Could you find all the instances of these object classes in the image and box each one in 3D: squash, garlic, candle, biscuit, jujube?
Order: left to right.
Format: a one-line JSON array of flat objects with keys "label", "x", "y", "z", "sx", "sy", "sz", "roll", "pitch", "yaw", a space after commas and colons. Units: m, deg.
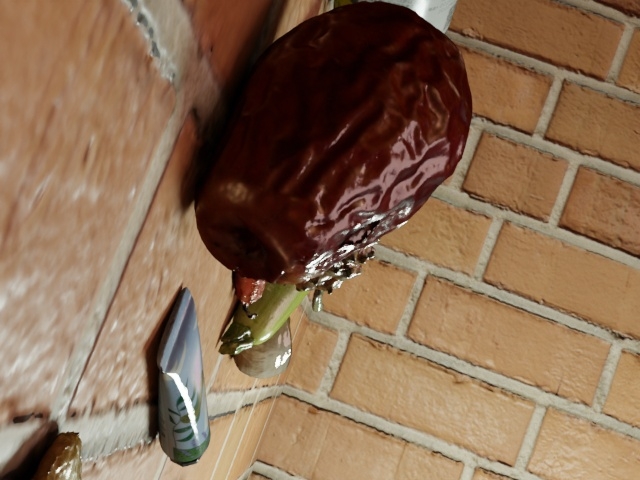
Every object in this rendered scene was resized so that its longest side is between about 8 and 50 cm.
[{"label": "biscuit", "x": -0.199, "y": 0.233, "z": 0.650, "sx": 0.118, "sy": 0.029, "sz": 0.247, "roll": -76, "pitch": -178, "yaw": -55}, {"label": "candle", "x": -0.081, "y": 0.049, "z": 1.152, "sx": 0.053, "sy": 0.048, "sz": 0.162, "roll": -35, "pitch": 162, "yaw": -23}, {"label": "garlic", "x": -0.084, "y": 0.155, "z": 1.408, "sx": 0.195, "sy": 0.087, "sz": 0.101, "roll": 98, "pitch": 0, "yaw": -59}, {"label": "squash", "x": -0.072, "y": 0.072, "z": 1.278, "sx": 0.224, "sy": 0.094, "sz": 0.094, "roll": -56, "pitch": 169, "yaw": -33}, {"label": "jujube", "x": 0.017, "y": -0.085, "z": 0.812, "sx": 0.290, "sy": 0.197, "sz": 0.197, "roll": -49, "pitch": 165, "yaw": -33}]

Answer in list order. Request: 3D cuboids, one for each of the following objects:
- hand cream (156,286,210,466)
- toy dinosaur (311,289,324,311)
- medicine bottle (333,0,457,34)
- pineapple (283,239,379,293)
[{"label": "hand cream", "x": -0.140, "y": 0.152, "z": 0.931, "sx": 0.256, "sy": 0.055, "sz": 0.088, "roll": 95, "pitch": 11, "yaw": -51}, {"label": "toy dinosaur", "x": -0.007, "y": -0.002, "z": 1.737, "sx": 0.294, "sy": 0.077, "sz": 0.162, "roll": -88, "pitch": -172, "yaw": -53}, {"label": "medicine bottle", "x": 0.101, "y": -0.338, "z": 1.003, "sx": 0.293, "sy": 0.141, "sz": 0.141, "roll": 105, "pitch": 7, "yaw": -58}, {"label": "pineapple", "x": 0.007, "y": -0.032, "z": 1.174, "sx": 0.166, "sy": 0.166, "sz": 0.193, "roll": -65, "pitch": 171, "yaw": -50}]
